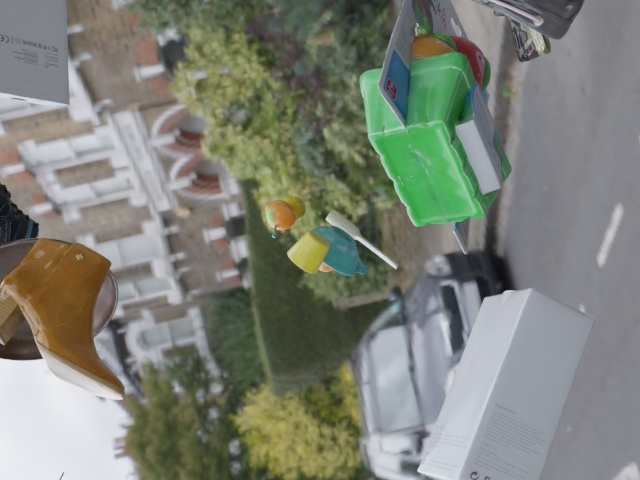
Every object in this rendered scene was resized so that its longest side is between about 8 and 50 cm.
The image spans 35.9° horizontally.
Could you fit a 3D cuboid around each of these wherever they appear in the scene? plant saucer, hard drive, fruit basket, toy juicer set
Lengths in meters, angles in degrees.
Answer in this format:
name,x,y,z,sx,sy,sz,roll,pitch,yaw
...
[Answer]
name,x,y,z,sx,sy,sz,roll,pitch,yaw
plant saucer,-0.537,0.104,1.849,0.050,0.311,0.310,-113,7,-46
hard drive,-0.598,-0.454,1.951,0.233,0.047,0.352,1,-95,-58
fruit basket,0.187,-0.212,1.412,0.327,0.166,0.353,59,-140,-39
toy juicer set,0.000,0.000,2.025,0.209,0.089,0.329,44,-162,29

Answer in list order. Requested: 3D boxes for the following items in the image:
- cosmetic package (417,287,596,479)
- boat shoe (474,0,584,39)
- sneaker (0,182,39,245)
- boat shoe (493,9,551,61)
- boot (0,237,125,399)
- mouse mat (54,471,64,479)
name,x,y,z,sx,sy,sz,roll,pitch,yaw
cosmetic package,0.348,0.294,1.861,0.385,0.156,0.217,-65,10,-12
boat shoe,0.141,-0.317,1.141,0.112,0.335,0.095,-52,-22,-55
sneaker,-0.663,-0.041,2.037,0.125,0.140,0.340,-9,94,58
boat shoe,0.245,-0.301,1.267,0.152,0.049,0.056,65,-160,1
boot,-0.406,0.119,1.660,0.211,0.295,0.104,-57,-12,-28
mouse mat,-0.488,0.473,1.703,0.152,0.007,0.190,-64,8,-24
